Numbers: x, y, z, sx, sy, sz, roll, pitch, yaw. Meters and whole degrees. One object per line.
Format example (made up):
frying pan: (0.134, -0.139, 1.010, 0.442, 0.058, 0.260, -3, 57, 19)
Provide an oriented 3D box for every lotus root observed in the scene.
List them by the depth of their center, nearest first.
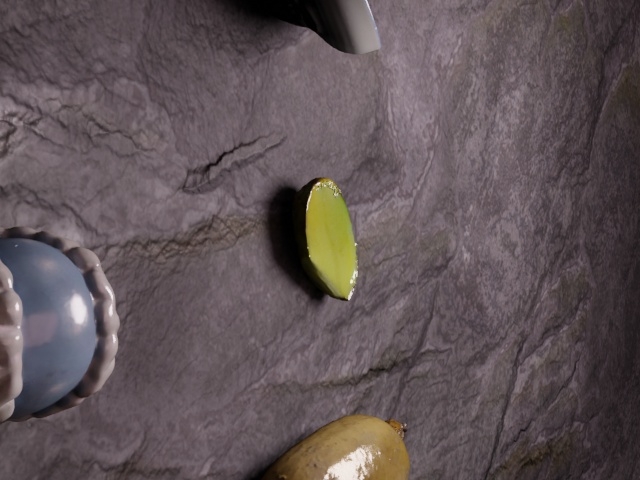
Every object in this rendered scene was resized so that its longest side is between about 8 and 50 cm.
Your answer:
lotus root: (0.037, 0.339, 1.619, 0.343, 0.151, 0.169, -23, 110, -50)

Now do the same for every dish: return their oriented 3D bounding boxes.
dish: (-0.031, -0.355, 1.525, 0.273, 0.134, 0.273, -24, 90, -88)

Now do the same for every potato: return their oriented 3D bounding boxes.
potato: (0.000, 0.000, 1.650, 0.119, 0.054, 0.198, -60, 140, -35)

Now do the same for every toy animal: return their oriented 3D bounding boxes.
toy animal: (-0.307, 0.088, 1.124, 0.204, 0.156, 0.208, -4, 90, -59)
